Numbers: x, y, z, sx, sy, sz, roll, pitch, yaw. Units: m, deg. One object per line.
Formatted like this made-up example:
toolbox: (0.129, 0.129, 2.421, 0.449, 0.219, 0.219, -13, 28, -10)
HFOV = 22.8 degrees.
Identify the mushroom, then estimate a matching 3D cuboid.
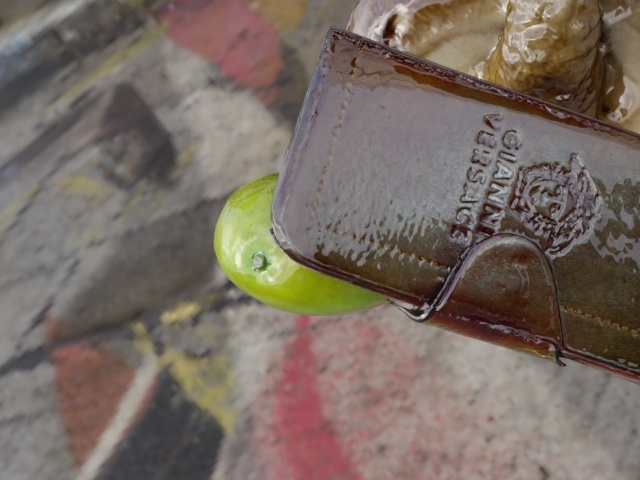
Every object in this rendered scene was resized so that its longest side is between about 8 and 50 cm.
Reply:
mushroom: (0.200, -0.141, 1.384, 0.345, 0.345, 0.239, -11, 28, 49)

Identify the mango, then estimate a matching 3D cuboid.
mango: (0.002, 0.003, 1.136, 0.117, 0.163, 0.089, 51, 129, 52)

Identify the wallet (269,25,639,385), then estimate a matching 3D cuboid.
wallet: (0.105, -0.010, 0.820, 0.031, 0.255, 0.137, 131, 156, -74)
